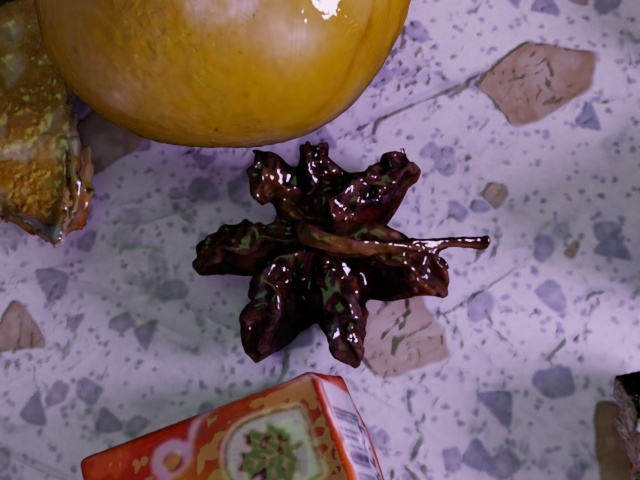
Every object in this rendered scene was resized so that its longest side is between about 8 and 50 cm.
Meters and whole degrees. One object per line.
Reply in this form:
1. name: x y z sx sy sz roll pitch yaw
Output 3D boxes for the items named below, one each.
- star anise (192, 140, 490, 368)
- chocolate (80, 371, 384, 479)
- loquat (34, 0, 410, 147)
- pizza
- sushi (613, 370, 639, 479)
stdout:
1. star anise: 0.000 0.000 1.029 0.220 0.126 0.190 -41 64 -4
2. chocolate: -0.057 0.242 0.952 0.235 0.108 0.237 -21 68 3
3. loquat: -0.081 -0.251 1.023 0.328 0.359 0.328 -1 43 1
4. pizza: -0.278 -0.137 1.155 0.287 0.074 0.251 33 78 19
5. sushi: 0.275 0.167 0.934 0.078 0.090 0.150 -18 69 7
